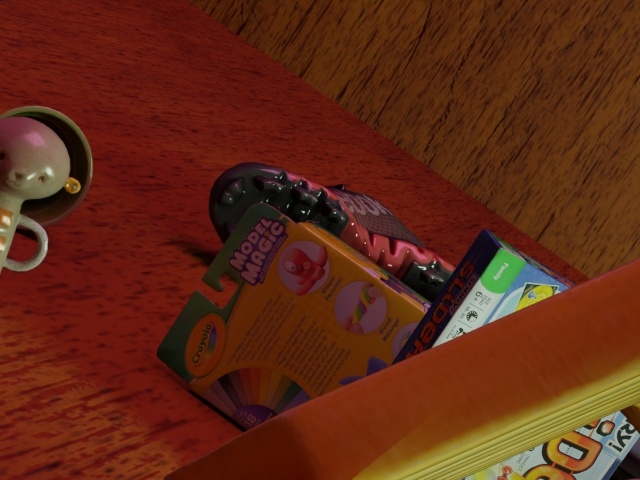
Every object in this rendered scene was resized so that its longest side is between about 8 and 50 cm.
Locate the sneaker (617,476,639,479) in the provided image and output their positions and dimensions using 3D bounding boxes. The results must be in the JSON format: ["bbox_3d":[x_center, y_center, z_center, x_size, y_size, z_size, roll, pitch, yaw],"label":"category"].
[{"bbox_3d":[0.260,0.251,1.198,0.293,0.102,0.146,31,7,36],"label":"sneaker"}]

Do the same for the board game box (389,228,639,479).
[{"bbox_3d":[0.091,0.111,1.018,0.136,0.201,0.035,29,11,-19],"label":"board game box"}]

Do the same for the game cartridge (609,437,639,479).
[{"bbox_3d":[0.216,0.141,1.494,0.230,0.068,0.355,39,-3,14],"label":"game cartridge"}]

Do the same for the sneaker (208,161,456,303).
[{"bbox_3d":[0.000,0.000,1.559,0.276,0.098,0.135,28,11,-38],"label":"sneaker"}]

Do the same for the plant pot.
[{"bbox_3d":[-0.205,-0.055,1.265,0.083,0.083,0.079,29,-1,-23],"label":"plant pot"}]

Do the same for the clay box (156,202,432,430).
[{"bbox_3d":[0.021,0.084,1.142,0.222,0.127,0.053,36,10,11],"label":"clay box"}]

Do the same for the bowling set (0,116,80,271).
[{"bbox_3d":[-0.253,-0.056,0.870,0.287,0.154,0.200,31,10,-12],"label":"bowling set"}]

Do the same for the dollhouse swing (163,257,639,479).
[{"bbox_3d":[0.160,0.122,0.622,0.315,0.305,0.347,51,-11,7],"label":"dollhouse swing"}]
